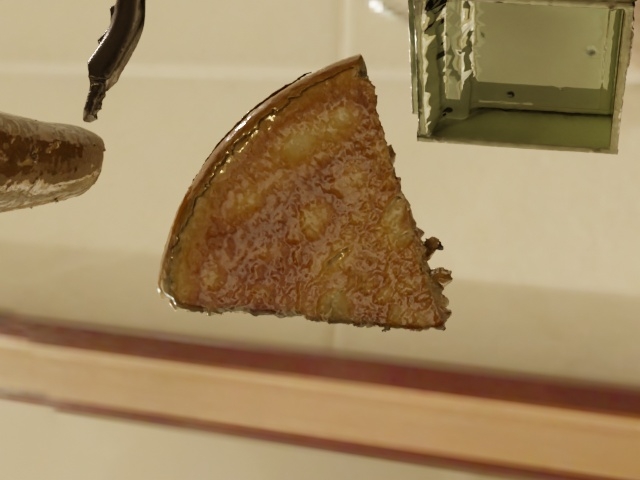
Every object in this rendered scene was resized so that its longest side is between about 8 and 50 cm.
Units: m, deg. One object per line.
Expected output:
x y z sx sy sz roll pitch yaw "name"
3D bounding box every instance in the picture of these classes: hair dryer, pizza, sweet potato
-0.083 -0.083 0.593 0.031 0.079 0.083 84 -161 -65 "hair dryer"
0.000 0.000 1.084 0.201 0.053 0.193 -43 -73 4 "pizza"
-0.251 -0.058 1.087 0.243 0.077 0.077 7 -92 -42 "sweet potato"

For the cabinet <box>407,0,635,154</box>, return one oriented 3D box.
0.135 -0.184 1.097 0.145 0.150 0.206 84 -166 -53 "cabinet"
